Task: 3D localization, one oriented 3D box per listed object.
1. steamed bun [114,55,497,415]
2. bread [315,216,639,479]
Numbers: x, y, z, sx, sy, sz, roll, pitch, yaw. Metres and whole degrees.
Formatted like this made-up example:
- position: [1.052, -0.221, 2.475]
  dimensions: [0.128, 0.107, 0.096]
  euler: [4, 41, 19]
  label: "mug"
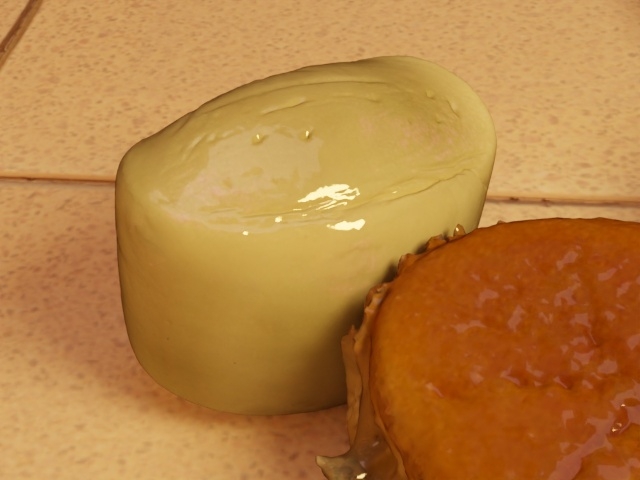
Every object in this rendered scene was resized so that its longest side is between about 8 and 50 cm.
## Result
- position: [0.000, 0.000, 0.781]
  dimensions: [0.250, 0.200, 0.155]
  euler: [-23, 57, -30]
  label: "steamed bun"
- position: [0.184, 0.118, 0.635]
  dimensions: [0.388, 0.183, 0.236]
  euler: [20, 48, 26]
  label: "bread"
